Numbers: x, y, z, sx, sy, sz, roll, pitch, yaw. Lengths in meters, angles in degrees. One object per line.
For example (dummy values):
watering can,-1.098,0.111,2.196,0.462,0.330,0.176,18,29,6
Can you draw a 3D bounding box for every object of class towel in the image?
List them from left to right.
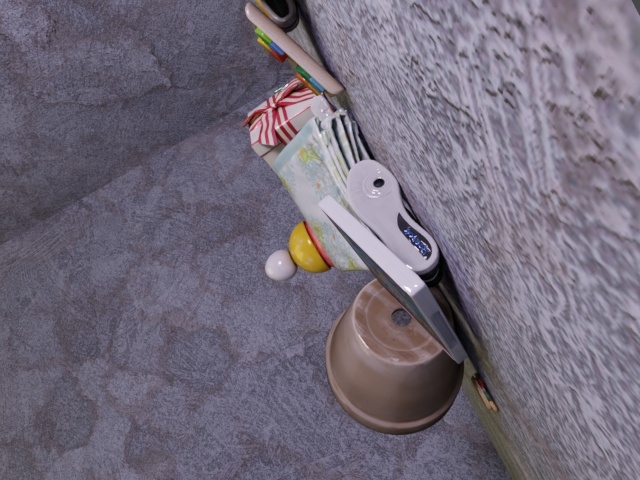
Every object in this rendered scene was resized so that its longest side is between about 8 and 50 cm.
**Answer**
towel,0.034,-0.079,0.931,0.321,0.090,0.374,61,163,-5

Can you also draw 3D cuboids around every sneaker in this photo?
sneaker,-0.095,-0.439,0.717,0.186,0.069,0.084,52,-171,-14
sneaker,0.037,-0.293,1.088,0.064,0.061,0.158,-21,-97,-57
sneaker,0.110,-0.016,0.673,0.217,0.079,0.121,64,-176,32

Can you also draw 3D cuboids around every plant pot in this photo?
plant pot,0.162,0.216,0.930,0.280,0.322,0.323,83,166,-55

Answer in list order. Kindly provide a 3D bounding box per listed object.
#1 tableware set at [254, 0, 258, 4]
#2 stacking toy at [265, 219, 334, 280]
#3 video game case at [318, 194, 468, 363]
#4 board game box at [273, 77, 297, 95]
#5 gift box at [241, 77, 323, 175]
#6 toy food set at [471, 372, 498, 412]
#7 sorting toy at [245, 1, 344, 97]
tableware set,-0.140,-0.565,0.904,0.194,0.039,0.128,48,169,12
stacking toy,0.000,0.000,1.620,0.351,0.479,0.350,62,-175,-10
video game case,0.116,0.066,0.650,0.204,0.025,0.285,47,179,40
board game box,-0.042,-0.425,1.500,0.260,0.136,0.030,61,-167,-11
gift box,-0.067,-0.331,1.333,0.258,0.255,0.276,49,-169,-37
toy food set,0.366,0.341,0.980,0.083,0.020,0.083,62,-174,-9
sorting toy,-0.047,-0.315,0.757,0.193,0.038,0.208,39,-167,-13
